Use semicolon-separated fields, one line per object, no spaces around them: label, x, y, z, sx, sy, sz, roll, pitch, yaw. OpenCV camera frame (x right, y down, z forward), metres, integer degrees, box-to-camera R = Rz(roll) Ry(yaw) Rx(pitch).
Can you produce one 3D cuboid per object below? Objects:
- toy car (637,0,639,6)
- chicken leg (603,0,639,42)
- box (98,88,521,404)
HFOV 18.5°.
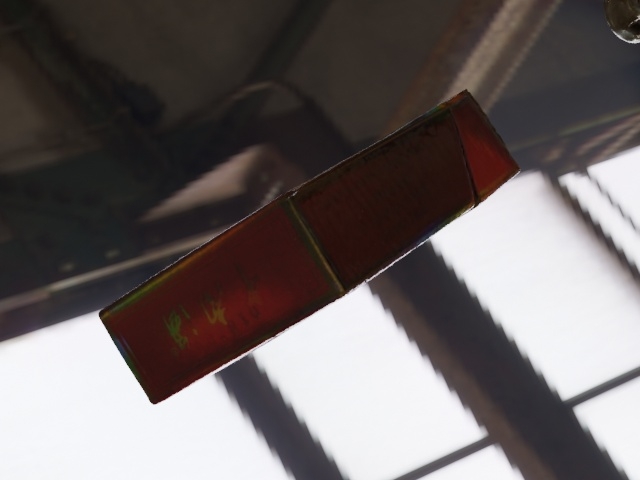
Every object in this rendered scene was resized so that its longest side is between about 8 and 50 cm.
toy car;0.322;-0.161;0.991;0.240;0.340;0.271;34;-8;-11
chicken leg;0.271;-0.136;1.167;0.087;0.252;0.107;-24;-114;53
box;0.000;0.000;1.491;0.197;0.313;0.089;-32;-89;34
